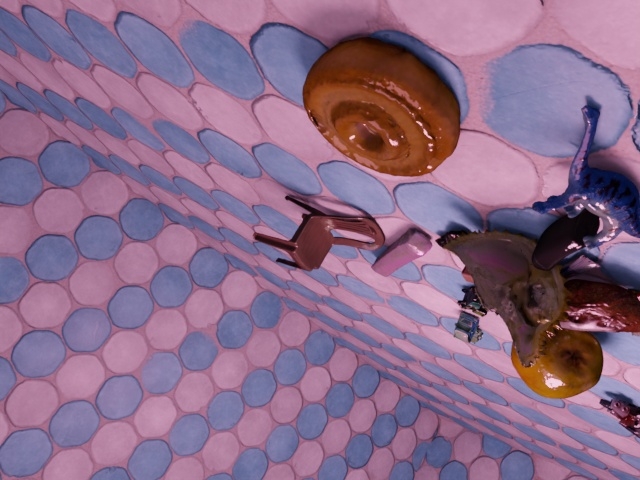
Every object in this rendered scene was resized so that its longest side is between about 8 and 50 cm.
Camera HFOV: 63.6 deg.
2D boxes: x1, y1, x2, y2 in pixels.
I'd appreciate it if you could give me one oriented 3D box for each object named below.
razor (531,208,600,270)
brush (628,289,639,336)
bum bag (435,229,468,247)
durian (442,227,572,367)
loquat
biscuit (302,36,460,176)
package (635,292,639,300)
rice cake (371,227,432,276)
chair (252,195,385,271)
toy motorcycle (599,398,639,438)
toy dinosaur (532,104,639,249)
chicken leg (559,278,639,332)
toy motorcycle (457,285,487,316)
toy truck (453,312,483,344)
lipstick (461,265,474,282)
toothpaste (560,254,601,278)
[{"bbox_3d":[0.439,-0.002,0.934,0.054,0.090,0.148,28,159,6],"label":"razor"},{"bbox_3d":[0.683,0.160,1.091,0.083,0.011,0.205,10,151,48],"label":"brush"},{"bbox_3d":[0.315,0.001,1.230,0.058,0.034,0.124,18,163,-3],"label":"bum bag"},{"bbox_3d":[0.392,0.099,1.044,0.167,0.306,0.172,3,145,-31],"label":"durian"},{"bbox_3d":[0.591,0.301,1.316,0.214,0.213,0.246,30,165,6],"label":"loquat"},{"bbox_3d":[0.100,-0.215,0.915,0.297,0.102,0.296,26,160,10],"label":"biscuit"},{"bbox_3d":[0.707,0.165,1.036,0.200,0.022,0.083,36,154,-9],"label":"package"},{"bbox_3d":[0.218,0.043,1.466,0.073,0.056,0.365,34,162,-1],"label":"rice cake"},{"bbox_3d":[0.000,0.000,1.503,0.327,0.183,0.175,18,158,38],"label":"chair"},{"bbox_3d":[0.945,0.533,1.530,0.213,0.082,0.122,28,163,6],"label":"toy motorcycle"},{"bbox_3d":[0.428,-0.063,0.809,0.144,0.076,0.329,-31,121,34],"label":"toy dinosaur"},{"bbox_3d":[0.576,0.152,1.040,0.407,0.095,0.158,9,153,40],"label":"chicken leg"},{"bbox_3d":[0.440,0.162,1.421,0.100,0.058,0.173,23,163,5],"label":"toy motorcycle"},{"bbox_3d":[0.480,0.305,1.687,0.067,0.081,0.175,23,160,31],"label":"toy truck"},{"bbox_3d":[0.424,0.090,1.270,0.145,0.045,0.045,14,153,45],"label":"lipstick"},{"bbox_3d":[0.516,0.065,1.084,0.045,0.028,0.170,32,160,2],"label":"toothpaste"}]
